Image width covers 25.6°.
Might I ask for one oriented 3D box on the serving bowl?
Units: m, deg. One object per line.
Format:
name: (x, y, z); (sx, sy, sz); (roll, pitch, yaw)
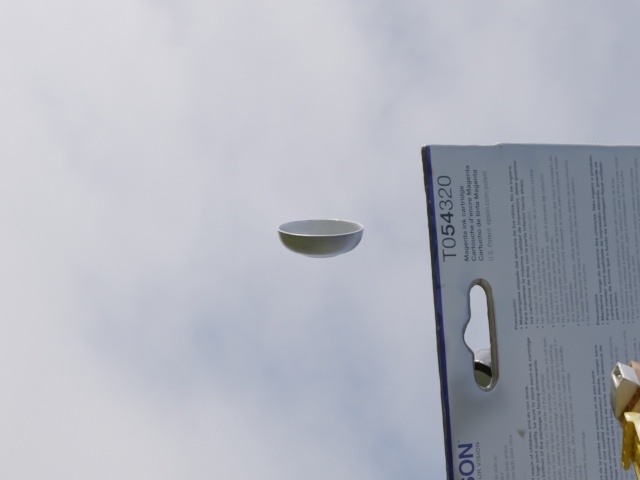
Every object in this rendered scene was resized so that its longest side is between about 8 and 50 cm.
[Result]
serving bowl: (0.000, 0.000, 1.345); (0.083, 0.083, 0.027); (10, -75, 43)

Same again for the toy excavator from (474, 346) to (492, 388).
toy excavator: (0.459, 0.215, 1.915); (0.433, 0.222, 0.445); (54, -48, 10)

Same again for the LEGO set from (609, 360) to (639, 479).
LEGO set: (0.273, 0.146, 0.953); (0.287, 0.107, 0.132); (70, 16, -85)

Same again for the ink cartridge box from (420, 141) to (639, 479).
ink cartridge box: (0.227, 0.078, 1.230); (0.071, 0.330, 0.324); (166, -78, -65)
